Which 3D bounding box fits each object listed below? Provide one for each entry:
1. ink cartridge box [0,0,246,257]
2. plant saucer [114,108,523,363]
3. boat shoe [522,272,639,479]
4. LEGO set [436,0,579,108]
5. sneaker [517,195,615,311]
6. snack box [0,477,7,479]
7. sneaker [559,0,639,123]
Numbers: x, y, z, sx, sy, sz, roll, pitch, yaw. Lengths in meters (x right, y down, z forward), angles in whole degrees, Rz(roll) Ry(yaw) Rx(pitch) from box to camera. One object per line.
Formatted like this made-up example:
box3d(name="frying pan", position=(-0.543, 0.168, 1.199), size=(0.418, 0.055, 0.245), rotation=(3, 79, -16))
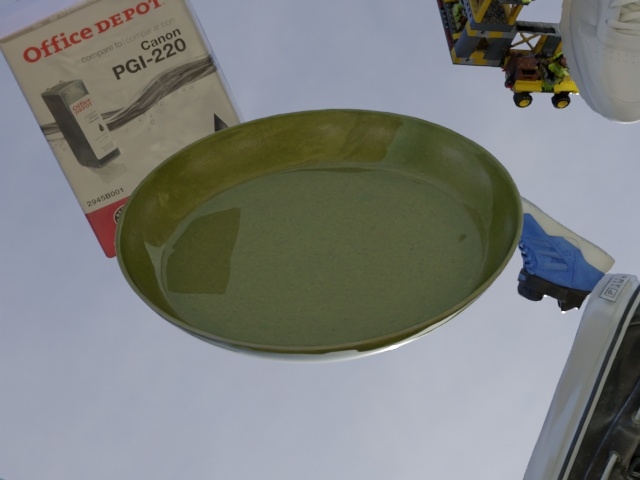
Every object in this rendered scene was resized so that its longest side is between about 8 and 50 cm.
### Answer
box3d(name="ink cartridge box", position=(-0.158, -0.119, 1.452), size=(0.158, 0.092, 0.218), rotation=(-25, -68, 0))
box3d(name="plant saucer", position=(0.000, 0.000, 1.023), size=(0.241, 0.241, 0.037), rotation=(-33, -46, -31))
box3d(name="boat shoe", position=(0.255, 0.194, 1.511), size=(0.121, 0.119, 0.335), rotation=(-34, -39, -51))
box3d(name="LEGO set", position=(0.199, -0.296, 1.454), size=(0.254, 0.331, 0.192), rotation=(7, -35, -14))
box3d(name="sneaker", position=(0.210, 0.013, 1.713), size=(0.152, 0.058, 0.085), rotation=(32, -82, -13))
box3d(name="snack box", position=(-0.296, 0.326, 1.718), size=(0.060, 0.187, 0.322), rotation=(-62, -26, -28))
box3d(name="sneaker", position=(0.246, -0.211, 1.365), size=(0.090, 0.095, 0.235), rotation=(4, -96, -8))
